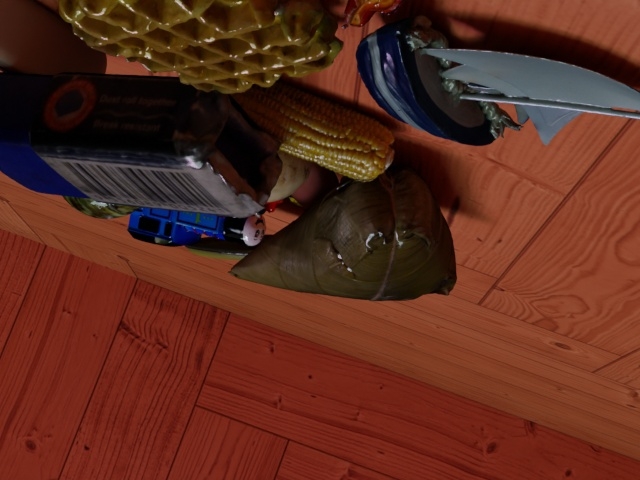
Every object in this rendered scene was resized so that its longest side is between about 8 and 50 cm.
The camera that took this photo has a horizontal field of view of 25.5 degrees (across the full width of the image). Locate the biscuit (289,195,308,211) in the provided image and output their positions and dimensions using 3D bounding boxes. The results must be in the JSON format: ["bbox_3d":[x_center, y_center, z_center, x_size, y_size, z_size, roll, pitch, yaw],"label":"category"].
[{"bbox_3d":[0.010,-0.030,2.033,0.048,0.026,0.292,22,173,22],"label":"biscuit"}]

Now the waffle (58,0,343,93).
[{"bbox_3d":[-0.098,-0.191,1.234,0.219,0.057,0.229,-2,167,44],"label":"waffle"}]

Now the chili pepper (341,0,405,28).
[{"bbox_3d":[0.043,-0.199,1.143,0.045,0.027,0.178,26,168,-5],"label":"chili pepper"}]

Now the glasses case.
[{"bbox_3d":[-0.325,-0.220,1.563,0.050,0.083,0.196,9,163,47],"label":"glasses case"}]

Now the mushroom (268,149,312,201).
[{"bbox_3d":[-0.079,-0.103,1.610,0.148,0.112,0.148,20,166,5],"label":"mushroom"}]

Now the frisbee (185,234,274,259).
[{"bbox_3d":[-0.077,0.010,2.032,0.236,0.017,0.236,0,-174,0],"label":"frisbee"}]

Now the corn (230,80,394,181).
[{"bbox_3d":[-0.017,-0.123,1.511,0.203,0.072,0.072,21,169,-1],"label":"corn"}]

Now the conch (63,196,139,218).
[{"bbox_3d":[-0.297,-0.115,1.887,0.187,0.124,0.181,45,143,15],"label":"conch"}]

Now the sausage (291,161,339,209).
[{"bbox_3d":[-0.017,-0.080,1.743,0.062,0.062,0.154,16,169,20],"label":"sausage"}]

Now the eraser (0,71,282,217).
[{"bbox_3d":[-0.208,-0.103,1.503,0.332,0.101,0.155,7,157,31],"label":"eraser"}]

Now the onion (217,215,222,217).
[{"bbox_3d":[-0.133,-0.092,1.749,0.131,0.131,0.131,20,169,4],"label":"onion"}]

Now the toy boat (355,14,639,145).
[{"bbox_3d":[0.170,-0.118,1.212,0.291,0.070,0.210,16,171,8],"label":"toy boat"}]

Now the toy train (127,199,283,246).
[{"bbox_3d":[-0.160,-0.049,1.948,0.204,0.131,0.083,13,-174,28],"label":"toy train"}]

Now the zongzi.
[{"bbox_3d":[0.000,0.000,1.675,0.300,0.145,0.274,-7,165,11],"label":"zongzi"}]
